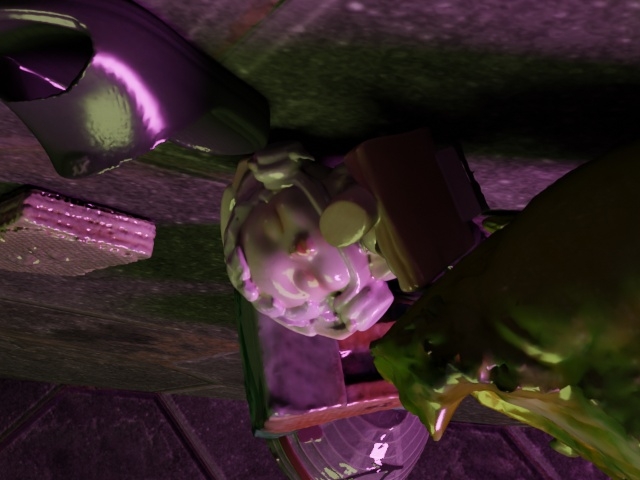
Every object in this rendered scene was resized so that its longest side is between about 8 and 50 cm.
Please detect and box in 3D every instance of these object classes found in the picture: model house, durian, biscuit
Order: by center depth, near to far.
[{"bbox_3d":[0.228,0.050,0.657,0.256,0.340,0.204,45,170,17],"label":"durian"},{"bbox_3d":[-0.302,0.001,1.142,0.150,0.052,0.252,17,163,-36],"label":"biscuit"},{"bbox_3d":[0.077,0.103,1.175,0.325,0.194,0.267,-4,165,-9],"label":"model house"}]

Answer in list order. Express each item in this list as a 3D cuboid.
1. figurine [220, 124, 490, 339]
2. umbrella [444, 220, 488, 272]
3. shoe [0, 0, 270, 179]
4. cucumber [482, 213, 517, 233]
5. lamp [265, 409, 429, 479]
[{"bbox_3d":[0.002,-0.001,0.789,0.141,0.162,0.237,-29,-171,-41],"label":"figurine"},{"bbox_3d":[0.148,0.027,1.009,0.053,0.052,0.250,5,166,13],"label":"umbrella"},{"bbox_3d":[-0.124,-0.079,0.665,0.108,0.093,0.241,-1,165,35],"label":"shoe"},{"bbox_3d":[0.223,0.002,0.911,0.168,0.039,0.039,10,166,0],"label":"cucumber"},{"bbox_3d":[0.031,0.226,1.401,0.233,0.265,0.233,-20,166,-5],"label":"lamp"}]
